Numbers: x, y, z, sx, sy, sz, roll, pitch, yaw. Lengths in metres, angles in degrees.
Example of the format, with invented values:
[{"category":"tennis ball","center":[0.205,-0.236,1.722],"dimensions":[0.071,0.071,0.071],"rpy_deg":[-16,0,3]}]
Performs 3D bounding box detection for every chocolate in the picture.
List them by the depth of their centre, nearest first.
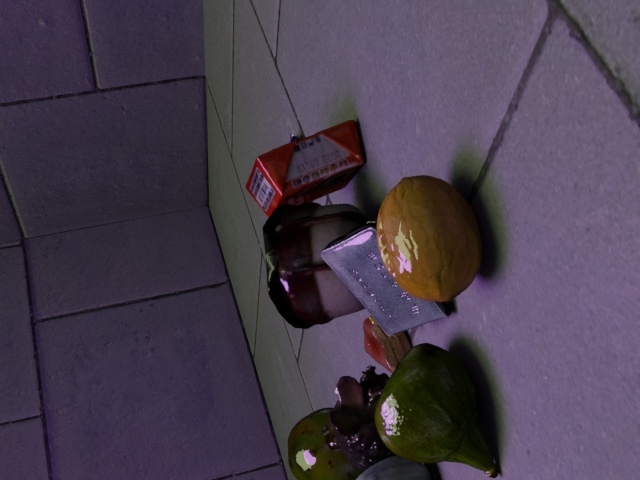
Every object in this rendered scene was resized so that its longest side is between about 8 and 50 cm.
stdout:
[{"category":"chocolate","center":[0.026,0.036,1.604],"dimensions":[0.283,0.186,0.283],"rpy_deg":[35,-132,-51]},{"category":"chocolate","center":[-0.034,-0.151,1.707],"dimensions":[0.108,0.235,0.237],"rpy_deg":[66,164,5]}]

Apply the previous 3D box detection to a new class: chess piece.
[{"category":"chess piece","center":[0.196,0.596,1.530],"dimensions":[0.299,0.195,0.194],"rpy_deg":[51,150,44]}]

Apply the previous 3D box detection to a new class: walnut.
[{"category":"walnut","center":[0.168,-0.004,1.201],"dimensions":[0.159,0.159,0.206],"rpy_deg":[135,117,-73]}]

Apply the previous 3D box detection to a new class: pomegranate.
[{"category":"pomegranate","center":[0.027,0.572,2.081],"dimensions":[0.302,0.236,0.235],"rpy_deg":[84,170,-70]}]

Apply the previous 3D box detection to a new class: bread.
[{"category":"bread","center":[0.141,0.216,1.633],"dimensions":[0.192,0.067,0.119],"rpy_deg":[-150,42,-72]}]

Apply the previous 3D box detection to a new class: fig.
[{"category":"fig","center":[0.217,0.301,1.313],"dimensions":[0.235,0.203,0.203],"rpy_deg":[30,145,16]}]

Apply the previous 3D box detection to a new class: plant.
[{"category":"plant","center":[0.110,0.377,1.641],"dimensions":[0.178,0.204,0.234],"rpy_deg":[49,159,45]}]

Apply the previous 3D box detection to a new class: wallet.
[{"category":"wallet","center":[0.113,0.070,1.377],"dimensions":[0.222,0.036,0.167],"rpy_deg":[52,138,-10]}]

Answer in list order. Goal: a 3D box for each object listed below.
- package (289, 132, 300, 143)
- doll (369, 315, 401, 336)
[{"category":"package","center":[-0.066,-0.259,2.127],"dimensions":[0.077,0.033,0.110],"rpy_deg":[51,174,10]},{"category":"doll","center":[0.145,0.072,1.457],"dimensions":[0.135,0.099,0.241],"rpy_deg":[-108,13,-46]}]
